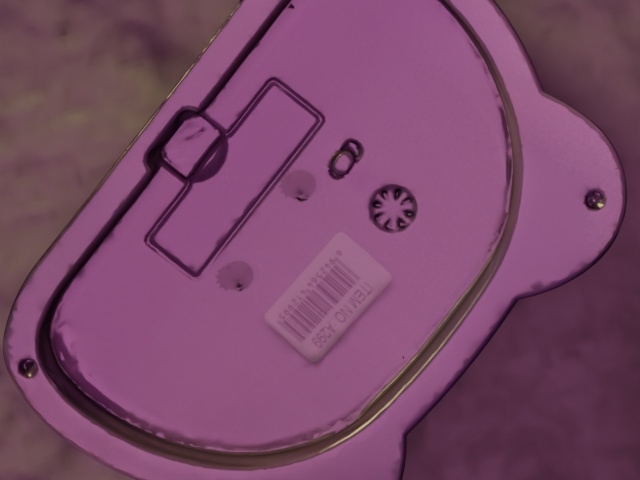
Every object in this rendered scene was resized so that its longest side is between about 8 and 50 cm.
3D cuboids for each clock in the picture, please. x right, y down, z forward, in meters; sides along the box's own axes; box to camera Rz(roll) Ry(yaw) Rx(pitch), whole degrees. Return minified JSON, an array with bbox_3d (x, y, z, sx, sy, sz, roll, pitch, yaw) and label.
[{"bbox_3d":[0.000,0.000,0.456,0.110,0.050,0.153,39,98,-3],"label":"clock"}]
